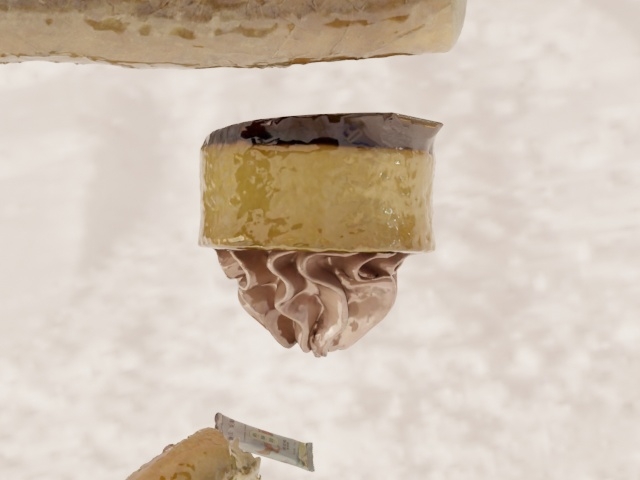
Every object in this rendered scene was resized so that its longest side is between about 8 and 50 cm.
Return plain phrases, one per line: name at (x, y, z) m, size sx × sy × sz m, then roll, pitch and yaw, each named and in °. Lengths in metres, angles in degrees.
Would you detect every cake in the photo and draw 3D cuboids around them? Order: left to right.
cake at (0.000, 0.000, 1.397) m, size 0.185 × 0.178 × 0.207 m, roll 0°, pitch -9°, yaw -29°

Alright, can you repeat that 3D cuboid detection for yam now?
yam at (-0.080, -0.144, 1.112) m, size 0.356 × 0.081 × 0.081 m, roll -4°, pitch 14°, yaw -14°

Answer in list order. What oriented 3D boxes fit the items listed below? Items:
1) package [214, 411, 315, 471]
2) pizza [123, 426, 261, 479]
package at (-0.054, 0.198, 1.769) m, size 0.110 × 0.015 × 0.037 m, roll 21°, pitch 47°, yaw -23°
pizza at (-0.220, 0.384, 1.584) m, size 0.130 × 0.406 × 0.440 m, roll 32°, pitch 57°, yaw 18°
